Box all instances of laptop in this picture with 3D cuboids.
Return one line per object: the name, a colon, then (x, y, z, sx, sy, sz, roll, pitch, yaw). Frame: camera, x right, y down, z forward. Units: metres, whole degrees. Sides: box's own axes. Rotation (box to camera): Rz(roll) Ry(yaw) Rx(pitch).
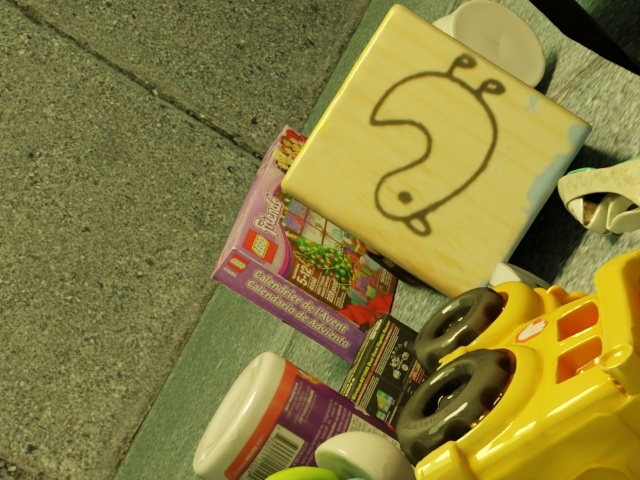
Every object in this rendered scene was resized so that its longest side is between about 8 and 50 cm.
laptop: (0.202, -0.394, 1.367, 0.382, 0.236, 0.408, -99, 18, -76)

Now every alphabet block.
alphabet block: (0.104, -0.069, 1.260, 0.192, 0.197, 0.193, -58, -5, 2)

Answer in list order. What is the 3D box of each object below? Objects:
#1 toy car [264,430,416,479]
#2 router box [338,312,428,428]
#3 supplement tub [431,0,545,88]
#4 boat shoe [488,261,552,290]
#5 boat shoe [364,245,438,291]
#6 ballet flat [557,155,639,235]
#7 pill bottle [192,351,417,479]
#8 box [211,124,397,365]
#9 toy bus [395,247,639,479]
toy car: (0.033, 0.215, 0.878, 0.159, 0.182, 0.136, -45, 8, -23)
router box: (0.065, 0.137, 1.223, 0.122, 0.092, 0.038, -63, 10, -31)
supplement tub: (0.152, -0.169, 1.629, 0.199, 0.144, 0.144, -46, 15, 51)
boat shoe: (0.150, 0.072, 1.057, 0.076, 0.080, 0.228, -63, 7, 8)
boat shoe: (0.107, -0.011, 1.507, 0.095, 0.095, 0.257, -52, 8, -4)
ballet flat: (0.221, -0.030, 1.089, 0.168, 0.057, 0.052, 156, 136, -74)
pill bottle: (0.012, 0.175, 1.054, 0.108, 0.193, 0.108, -55, 9, 13)
box: (0.000, 0.000, 1.690, 0.057, 0.201, 0.293, -52, 11, 33)
toy bus: (0.166, 0.076, 0.793, 0.211, 0.149, 0.220, -40, 13, 21)
